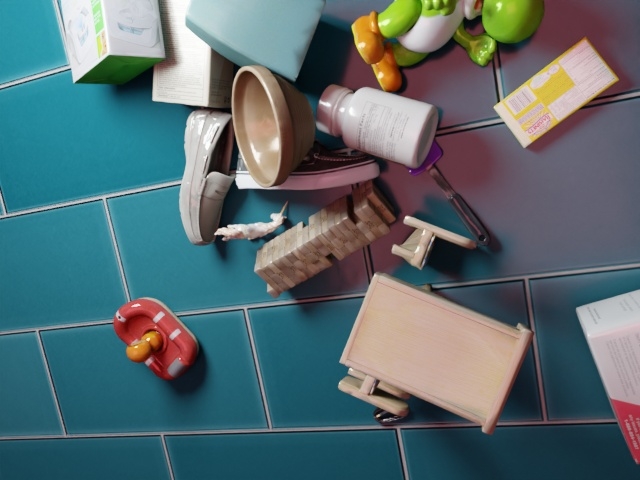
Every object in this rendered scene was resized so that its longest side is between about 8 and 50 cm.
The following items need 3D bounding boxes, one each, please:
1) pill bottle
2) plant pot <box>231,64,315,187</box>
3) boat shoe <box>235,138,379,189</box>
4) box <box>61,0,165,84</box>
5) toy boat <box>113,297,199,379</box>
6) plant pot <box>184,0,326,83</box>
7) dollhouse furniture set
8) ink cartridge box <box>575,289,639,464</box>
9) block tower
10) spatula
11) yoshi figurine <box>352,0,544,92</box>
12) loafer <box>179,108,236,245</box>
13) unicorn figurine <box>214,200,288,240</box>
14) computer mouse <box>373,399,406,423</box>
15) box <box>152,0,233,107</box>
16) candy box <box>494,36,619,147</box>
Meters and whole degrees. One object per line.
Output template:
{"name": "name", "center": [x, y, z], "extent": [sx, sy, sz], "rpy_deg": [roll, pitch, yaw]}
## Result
{"name": "pill bottle", "center": [0.113, -0.241, 1.149], "extent": [0.229, 0.131, 0.131], "rpy_deg": [21, 107, 19]}
{"name": "plant pot", "center": [-0.085, -0.231, 1.114], "extent": [0.109, 0.237, 0.238], "rpy_deg": [-16, 98, -25]}
{"name": "boat shoe", "center": [-0.039, -0.174, 1.218], "extent": [0.334, 0.121, 0.119], "rpy_deg": [-1, 101, 17]}
{"name": "box", "center": [-0.454, -0.482, 1.214], "extent": [0.261, 0.126, 0.231], "rpy_deg": [1, 100, 52]}
{"name": "toy boat", "center": [-0.432, 0.257, 1.411], "extent": [0.231, 0.151, 0.151], "rpy_deg": [44, 109, 4]}
{"name": "plant pot", "center": [-0.141, -0.432, 1.111], "extent": [0.234, 0.165, 0.166], "rpy_deg": [20, 95, -16]}
{"name": "dollhouse furniture set", "center": [0.213, 0.166, 1.047], "extent": [0.256, 0.394, 0.362], "rpy_deg": [22, 95, 11]}
{"name": "ink cartridge box", "center": [0.727, 0.216, 1.043], "extent": [0.384, 0.160, 0.279], "rpy_deg": [-21, 95, 20]}
{"name": "block tower", "center": [0.000, 0.000, 1.242], "extent": [0.335, 0.091, 0.097], "rpy_deg": [-32, 121, 21]}
{"name": "spatula", "center": [0.266, -0.111, 1.186], "extent": [0.084, 0.030, 0.296], "rpy_deg": [-38, 88, 18]}
{"name": "yoshi figurine", "center": [0.258, -0.407, 1.055], "extent": [0.362, 0.204, 0.203], "rpy_deg": [-25, 109, 18]}
{"name": "loafer", "center": [-0.254, -0.141, 1.296], "extent": [0.111, 0.112, 0.320], "rpy_deg": [10, 103, 24]}
{"name": "unicorn figurine", "center": [-0.154, -0.028, 1.300], "extent": [0.111, 0.162, 0.060], "rpy_deg": [-11, 105, 46]}
{"name": "computer mouse", "center": [0.209, 0.358, 1.283], "extent": [0.071, 0.041, 0.242], "rpy_deg": [41, 117, -4]}
{"name": "box", "center": [-0.274, -0.456, 1.231], "extent": [0.147, 0.121, 0.311], "rpy_deg": [11, 104, 15]}
{"name": "candy box", "center": [0.456, -0.286, 1.094], "extent": [0.205, 0.027, 0.105], "rpy_deg": [-37, 91, 20]}
